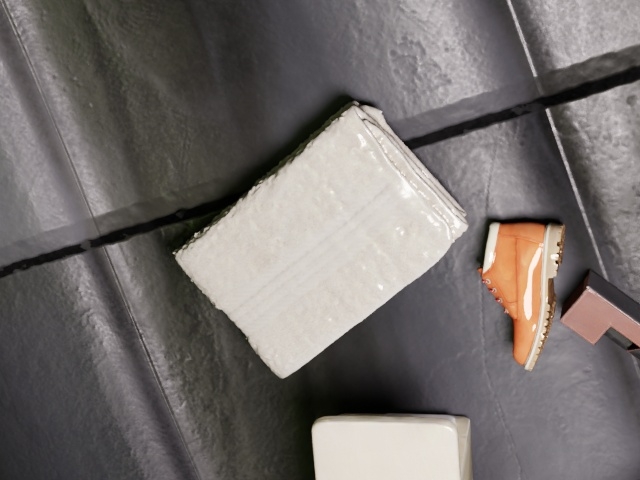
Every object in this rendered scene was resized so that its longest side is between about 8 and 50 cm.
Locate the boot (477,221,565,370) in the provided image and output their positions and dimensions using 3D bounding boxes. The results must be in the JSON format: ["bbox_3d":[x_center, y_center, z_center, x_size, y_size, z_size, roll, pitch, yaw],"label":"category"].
[{"bbox_3d":[0.202,0.055,1.719,0.085,0.059,0.158,7,103,12],"label":"boot"}]

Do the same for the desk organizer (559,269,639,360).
[{"bbox_3d":[0.313,0.093,1.713,0.130,0.047,0.050,35,115,-3],"label":"desk organizer"}]

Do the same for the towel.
[{"bbox_3d":[0.000,0.000,1.743,0.282,0.049,0.187,-38,98,22],"label":"towel"}]

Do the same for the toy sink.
[{"bbox_3d":[0.083,0.262,1.778,0.153,0.131,0.234,-1,115,12],"label":"toy sink"}]
